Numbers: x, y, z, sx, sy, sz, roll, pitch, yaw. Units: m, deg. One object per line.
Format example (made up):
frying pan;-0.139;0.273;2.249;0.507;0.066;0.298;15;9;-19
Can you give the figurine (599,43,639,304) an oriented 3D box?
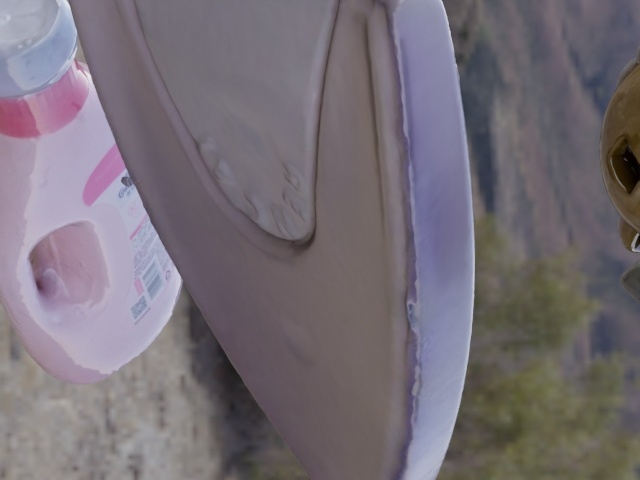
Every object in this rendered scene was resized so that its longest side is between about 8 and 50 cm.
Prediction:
figurine;0.299;-0.076;1.093;0.167;0.285;0.342;42;-38;41

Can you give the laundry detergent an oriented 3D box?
laundry detergent;-0.171;-0.038;1.166;0.159;0.088;0.335;-54;155;-26

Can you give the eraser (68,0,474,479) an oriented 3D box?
eraser;0.001;-0.001;0.652;0.059;0.204;0.243;-33;123;-27
